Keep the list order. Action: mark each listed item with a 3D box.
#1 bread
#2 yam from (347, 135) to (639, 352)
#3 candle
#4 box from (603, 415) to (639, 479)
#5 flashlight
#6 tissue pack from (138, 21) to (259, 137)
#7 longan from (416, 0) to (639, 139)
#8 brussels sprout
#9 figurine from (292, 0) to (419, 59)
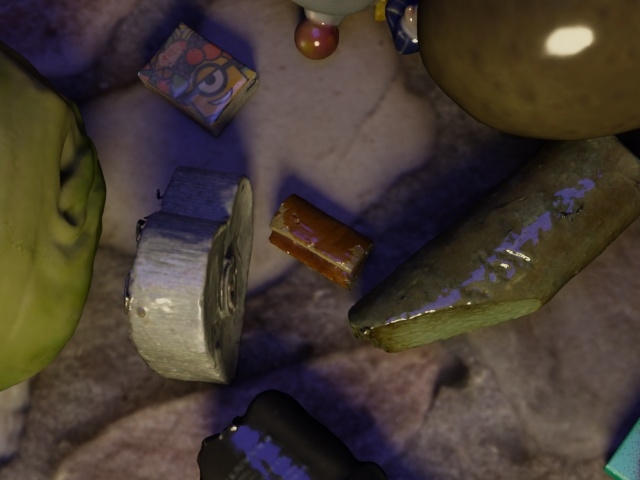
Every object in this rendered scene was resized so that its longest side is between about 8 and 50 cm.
[{"bbox_3d":[0.000,0.000,1.282,0.083,0.036,0.047,31,78,12],"label":"bread"},{"bbox_3d":[0.144,0.009,1.226,0.259,0.106,0.106,-42,74,-5],"label":"yam"},{"bbox_3d":[-0.100,0.039,1.234,0.068,0.192,0.168,6,120,8],"label":"candle"},{"bbox_3d":[0.350,0.174,1.185,0.226,0.042,0.161,36,81,14],"label":"box"},{"bbox_3d":[0.085,0.276,1.168,0.424,0.103,0.103,40,84,15],"label":"flashlight"},{"bbox_3d":[-0.102,-0.136,1.332,0.083,0.035,0.063,37,83,17],"label":"tissue pack"},{"bbox_3d":[0.188,-0.180,1.156,0.246,0.246,0.215,0,45,8],"label":"longan"},{"bbox_3d":[-0.318,-0.010,1.224,0.328,0.247,0.327,-2,79,8],"label":"brussels sprout"},{"bbox_3d":[0.056,-0.213,1.290,0.194,0.133,0.274,-34,87,10],"label":"figurine"}]
